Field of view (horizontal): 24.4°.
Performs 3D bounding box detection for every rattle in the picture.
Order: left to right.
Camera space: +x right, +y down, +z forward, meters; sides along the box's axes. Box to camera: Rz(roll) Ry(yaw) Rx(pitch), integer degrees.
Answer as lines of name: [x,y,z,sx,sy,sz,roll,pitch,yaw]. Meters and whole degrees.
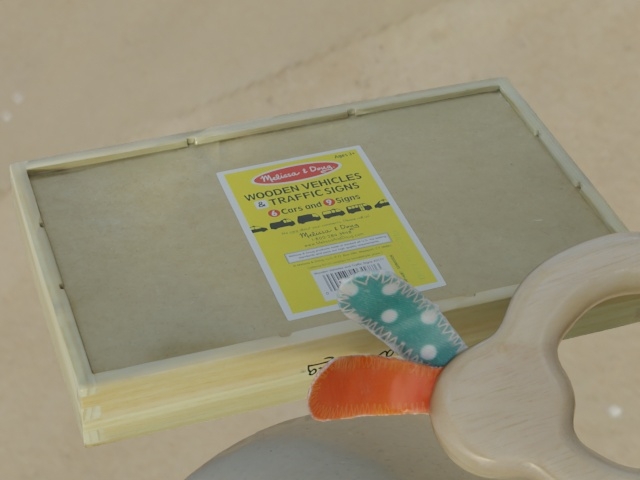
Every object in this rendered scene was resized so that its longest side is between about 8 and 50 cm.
rattle: [0.099,0.065,0.649,0.200,0.143,0.130,-7,90,4]

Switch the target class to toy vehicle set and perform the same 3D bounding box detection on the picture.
toy vehicle set: [0.000,0.000,0.702,0.267,0.035,0.166,-11,41,-14]

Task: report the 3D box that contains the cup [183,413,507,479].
cup: [0.058,0.269,0.774,0.331,0.331,0.237,-51,18,-11]
